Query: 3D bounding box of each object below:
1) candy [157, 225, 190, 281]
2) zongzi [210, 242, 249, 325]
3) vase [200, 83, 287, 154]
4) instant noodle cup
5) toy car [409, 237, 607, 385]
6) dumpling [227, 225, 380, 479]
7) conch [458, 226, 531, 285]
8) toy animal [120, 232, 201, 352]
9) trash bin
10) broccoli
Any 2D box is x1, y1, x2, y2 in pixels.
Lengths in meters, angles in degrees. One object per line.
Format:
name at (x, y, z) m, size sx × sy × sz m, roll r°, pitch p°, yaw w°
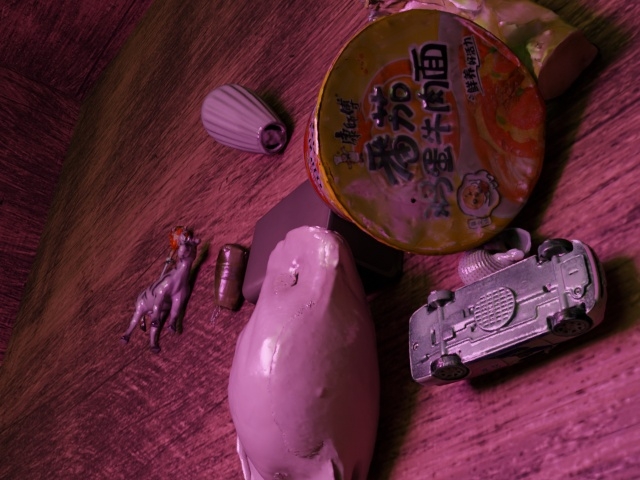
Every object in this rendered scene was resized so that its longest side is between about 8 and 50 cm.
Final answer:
candy at (-0.338, 0.047, 1.749) m, size 0.184 × 0.049 × 0.055 m, roll -62°, pitch -4°, yaw 21°
zongzi at (-0.165, 0.081, 1.430) m, size 0.130 × 0.062 × 0.154 m, roll -165°, pitch 84°, yaw -82°
vase at (-0.148, -0.235, 1.570) m, size 0.248 × 0.128 × 0.128 m, roll 36°, pitch 99°, yaw 52°
instant noodle cup at (0.095, -0.113, 0.911) m, size 0.264 × 0.264 × 0.200 m, roll -67°, pitch 14°, yaw -5°
toy car at (0.187, 0.080, 0.783) m, size 0.224 × 0.076 × 0.090 m, roll -29°, pitch 44°, yaw 35°
dumpling at (-0.040, 0.168, 0.969) m, size 0.260 × 0.181 × 0.341 m, roll -11°, pitch 99°, yaw 56°
conch at (0.192, 0.024, 0.843) m, size 0.085 × 0.056 × 0.076 m, roll -6°, pitch 40°, yaw 36°
toy animal at (-0.314, 0.121, 1.598) m, size 0.255 × 0.090 × 0.170 m, roll -46°, pitch 28°, yaw 26°
trash bin at (0.000, 0.000, 1.123) m, size 0.240 × 0.122 × 0.164 m, roll -30°, pitch 43°, yaw 50°
broccoli at (0.181, -0.276, 0.989) m, size 0.252 × 0.221 × 0.361 m, roll -17°, pitch 43°, yaw 8°
